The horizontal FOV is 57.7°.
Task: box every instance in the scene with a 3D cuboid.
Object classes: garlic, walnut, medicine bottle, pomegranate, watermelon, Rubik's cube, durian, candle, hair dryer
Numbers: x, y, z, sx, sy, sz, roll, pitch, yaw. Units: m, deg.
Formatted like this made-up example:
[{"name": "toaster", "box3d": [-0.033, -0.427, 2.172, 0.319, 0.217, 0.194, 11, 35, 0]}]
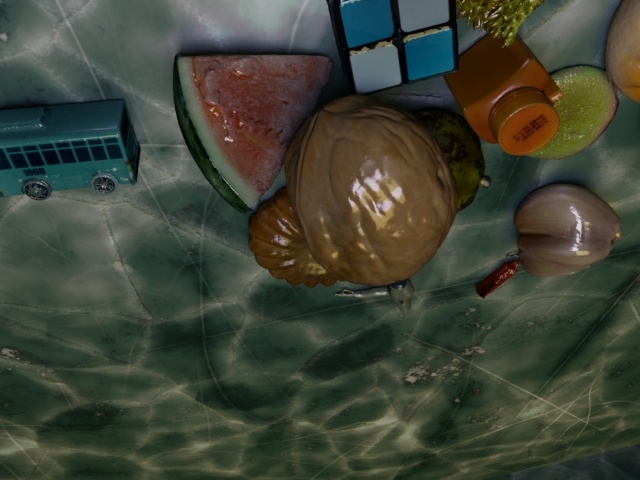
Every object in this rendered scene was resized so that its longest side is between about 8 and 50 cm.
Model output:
[{"name": "garlic", "box3d": [0.550, -0.020, 1.311, 0.227, 0.110, 0.217, -7, 105, 32]}, {"name": "walnut", "box3d": [0.075, -0.081, 0.927, 0.251, 0.277, 0.313, -29, 123, 1]}, {"name": "medicine bottle", "box3d": [0.321, -0.254, 1.012, 0.149, 0.222, 0.112, -37, 130, 25]}, {"name": "pomegranate", "box3d": [0.178, -0.146, 1.108, 0.276, 0.204, 0.222, 8, 106, -22]}, {"name": "watermelon", "box3d": [-0.140, -0.226, 1.052, 0.292, 0.250, 0.283, -37, 114, -29]}, {"name": "Rubik's cube", "box3d": [0.105, -0.355, 0.905, 0.183, 0.180, 0.167, -16, 137, 4]}, {"name": "durian", "box3d": [0.292, -0.413, 0.853, 0.237, 0.176, 0.200, -54, 153, -9]}, {"name": "candle", "box3d": [0.470, 0.089, 1.526, 0.053, 0.048, 0.162, -12, 151, -51]}, {"name": "hair dryer", "box3d": [0.160, 0.157, 1.541, 0.199, 0.068, 0.167, -16, 142, 22]}]

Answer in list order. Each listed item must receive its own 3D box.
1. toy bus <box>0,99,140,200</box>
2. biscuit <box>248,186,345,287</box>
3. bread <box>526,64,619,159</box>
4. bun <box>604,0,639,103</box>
[{"name": "toy bus", "box3d": [-0.468, -0.167, 1.044, 0.255, 0.128, 0.147, -6, 134, -6]}, {"name": "biscuit", "box3d": [0.000, 0.000, 1.314, 0.325, 0.107, 0.326, -7, 139, -6]}, {"name": "bread", "box3d": [0.497, -0.249, 1.184, 0.228, 0.034, 0.229, -6, 136, -6]}, {"name": "bun", "box3d": [0.660, -0.350, 1.013, 0.298, 0.165, 0.299, -4, 135, -4]}]
